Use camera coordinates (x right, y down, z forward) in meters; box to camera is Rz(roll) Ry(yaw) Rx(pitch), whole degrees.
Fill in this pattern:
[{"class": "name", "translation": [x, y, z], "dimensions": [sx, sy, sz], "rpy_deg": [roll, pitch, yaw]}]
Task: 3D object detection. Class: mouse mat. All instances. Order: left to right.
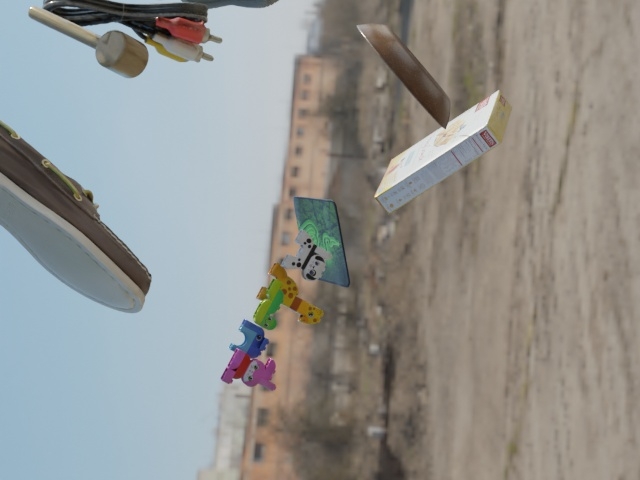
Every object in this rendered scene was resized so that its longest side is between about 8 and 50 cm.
[{"class": "mouse mat", "translation": [0.000, 0.000, 2.170], "dimensions": [0.190, 0.007, 0.152], "rpy_deg": [-169, 67, -67]}]

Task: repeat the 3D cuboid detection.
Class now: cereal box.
[{"class": "cereal box", "translation": [0.211, -0.152, 2.136], "dimensions": [0.047, 0.240, 0.173], "rpy_deg": [51, -154, -12]}]

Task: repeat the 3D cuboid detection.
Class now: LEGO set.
[{"class": "LEGO set", "translation": [-0.046, 0.106, 1.709], "dimensions": [0.227, 0.093, 0.087], "rpy_deg": [-62, 11, -5]}]

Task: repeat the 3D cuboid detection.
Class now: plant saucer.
[{"class": "plant saucer", "translation": [0.130, -0.247, 1.817], "dimensions": [0.198, 0.036, 0.198], "rpy_deg": [48, -171, -10]}]

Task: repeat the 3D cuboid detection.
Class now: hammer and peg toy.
[{"class": "hammer and peg toy", "translation": [-0.319, -0.435, 1.820], "dimensions": [0.127, 0.266, 0.361], "rpy_deg": [21, -96, -64]}]

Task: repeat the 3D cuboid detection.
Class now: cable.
[{"class": "cable", "translation": [-0.295, -0.346, 2.008], "dimensions": [0.139, 0.287, 0.072], "rpy_deg": [-29, 59, 58]}]

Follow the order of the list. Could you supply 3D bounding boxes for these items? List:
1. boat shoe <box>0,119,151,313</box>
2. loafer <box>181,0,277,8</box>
[{"class": "boat shoe", "translation": [-0.326, -0.040, 1.500], "dimensions": [0.116, 0.324, 0.096], "rpy_deg": [-44, 11, 53]}, {"class": "loafer", "translation": [-0.187, -0.524, 2.534], "dimensions": [0.094, 0.251, 0.087], "rpy_deg": [-49, -46, -43]}]
